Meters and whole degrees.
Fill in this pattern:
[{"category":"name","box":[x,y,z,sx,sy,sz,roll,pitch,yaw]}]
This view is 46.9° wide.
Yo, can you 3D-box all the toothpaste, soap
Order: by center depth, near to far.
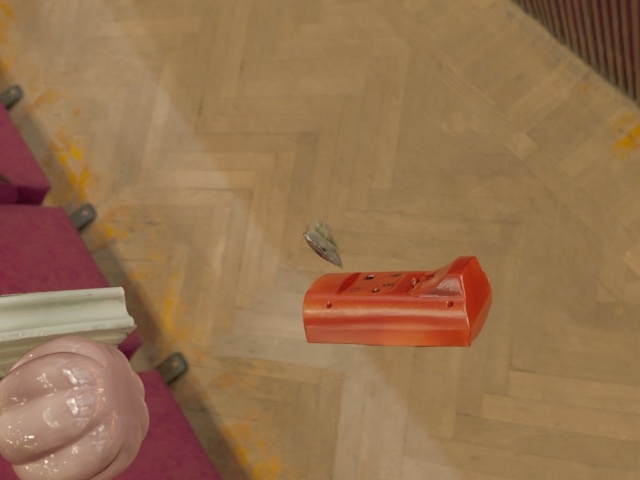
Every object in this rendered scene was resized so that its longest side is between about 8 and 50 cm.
[{"category":"toothpaste","box":[0.000,0.000,0.982,0.064,0.218,0.041,43,93,-6]},{"category":"soap","box":[-0.442,0.141,1.149,0.150,0.261,0.094,-42,63,36]}]

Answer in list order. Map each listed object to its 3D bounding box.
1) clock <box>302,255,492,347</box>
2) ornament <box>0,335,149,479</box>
[{"category":"clock","box":[0.069,0.053,0.674,0.155,0.113,0.061,-4,102,23]},{"category":"ornament","box":[-0.295,0.204,0.858,0.178,0.177,0.177,-6,75,24]}]
